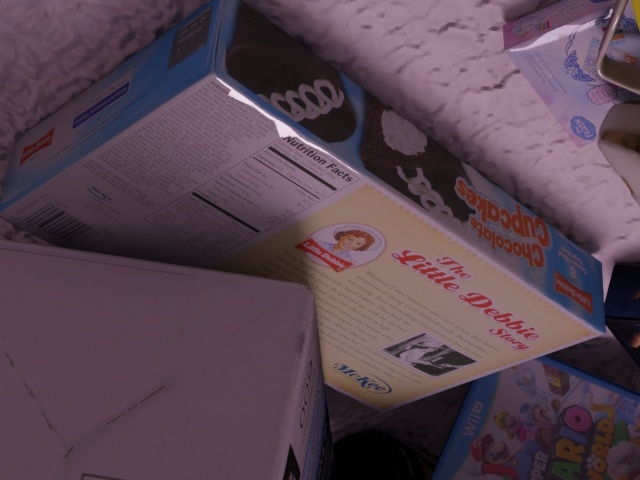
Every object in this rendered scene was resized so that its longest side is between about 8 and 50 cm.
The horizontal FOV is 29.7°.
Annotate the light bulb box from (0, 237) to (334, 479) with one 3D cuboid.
[{"bbox_3d":[-0.133,0.235,0.742,0.225,0.358,0.361,9,157,7],"label":"light bulb box"}]

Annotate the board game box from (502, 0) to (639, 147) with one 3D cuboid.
[{"bbox_3d":[0.151,-0.092,0.606,0.090,0.020,0.090,-21,139,27],"label":"board game box"}]

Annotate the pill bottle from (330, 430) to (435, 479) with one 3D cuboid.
[{"bbox_3d":[0.084,0.257,1.026,0.123,0.123,0.219,-20,140,29],"label":"pill bottle"}]

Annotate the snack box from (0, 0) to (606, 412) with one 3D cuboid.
[{"bbox_3d":[0.000,0.000,0.714,0.187,0.060,0.322,-26,136,38],"label":"snack box"}]

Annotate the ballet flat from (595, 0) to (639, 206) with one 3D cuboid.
[{"bbox_3d":[0.170,-0.065,0.575,0.077,0.077,0.231,11,146,22],"label":"ballet flat"}]

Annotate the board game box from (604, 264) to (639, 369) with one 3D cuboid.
[{"bbox_3d":[0.319,0.077,0.750,0.243,0.042,0.165,2,151,38],"label":"board game box"}]

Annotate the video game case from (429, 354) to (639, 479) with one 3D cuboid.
[{"bbox_3d":[0.175,0.151,0.849,0.166,0.119,0.015,22,-172,5],"label":"video game case"}]
